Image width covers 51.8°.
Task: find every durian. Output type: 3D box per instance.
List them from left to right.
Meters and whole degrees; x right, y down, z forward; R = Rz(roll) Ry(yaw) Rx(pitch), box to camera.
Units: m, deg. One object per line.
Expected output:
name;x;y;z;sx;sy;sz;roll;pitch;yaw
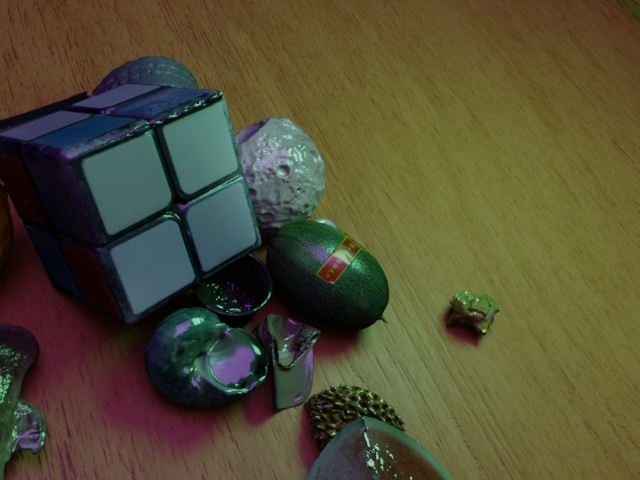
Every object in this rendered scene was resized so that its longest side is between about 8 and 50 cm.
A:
durian;0.060;0.333;1.163;0.187;0.119;0.108;22;46;-1

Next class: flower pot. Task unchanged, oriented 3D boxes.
flower pot;-0.181;0.106;1.278;0.158;0.106;0.157;11;49;-13

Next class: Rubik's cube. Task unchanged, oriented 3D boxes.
Rubik's cube;-0.337;-0.083;1.176;0.319;0.313;0.316;16;39;44

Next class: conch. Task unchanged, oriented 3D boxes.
conch;-0.213;0.201;1.166;0.196;0.134;0.202;-15;73;-31

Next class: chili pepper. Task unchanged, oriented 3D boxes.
chili pepper;-0.089;0.171;1.305;0.091;0.030;0.034;-1;73;-16

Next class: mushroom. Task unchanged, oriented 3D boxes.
mushroom;-0.549;0.264;1.024;0.248;0.130;0.344;11;51;-3

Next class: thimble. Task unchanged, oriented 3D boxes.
thimble;-0.381;-0.285;1.460;0.237;0.205;0.172;-6;55;-11

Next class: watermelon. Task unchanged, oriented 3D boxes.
watermelon;0.101;0.430;1.066;0.260;0.176;0.255;22;78;-28

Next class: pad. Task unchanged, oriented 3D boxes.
pad;-0.600;-0.229;1.419;0.233;0.022;0.174;-20;57;-3

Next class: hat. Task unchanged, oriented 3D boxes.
hat;-0.080;0.224;1.225;0.147;0.085;0.175;18;73;-51

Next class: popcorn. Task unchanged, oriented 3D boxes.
popcorn;0.329;0.151;1.418;0.109;0.089;0.097;-2;18;-30

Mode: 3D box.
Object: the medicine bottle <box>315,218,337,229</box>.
medicine bottle;0.000;0.000;1.428;0.057;0.089;0.057;9;50;-11

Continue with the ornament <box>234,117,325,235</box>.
ornament;-0.113;-0.125;1.393;0.225;0.260;0.259;56;48;-21

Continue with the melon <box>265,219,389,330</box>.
melon;0.022;0.076;1.313;0.288;0.182;0.182;38;50;-4

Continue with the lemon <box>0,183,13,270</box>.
lemon;-0.664;-0.006;1.124;0.253;0.253;0.310;37;51;13
